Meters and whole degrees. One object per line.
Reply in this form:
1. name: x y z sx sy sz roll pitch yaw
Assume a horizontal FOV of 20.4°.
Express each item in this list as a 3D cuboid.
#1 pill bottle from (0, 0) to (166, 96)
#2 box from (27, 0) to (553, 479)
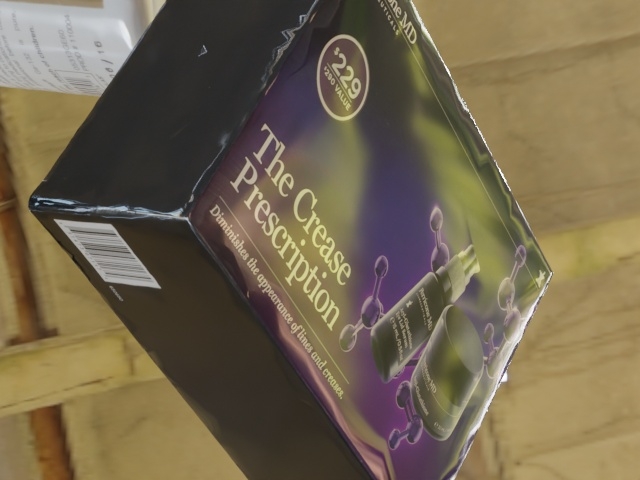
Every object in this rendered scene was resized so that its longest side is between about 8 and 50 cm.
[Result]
1. pill bottle: -0.158 -0.151 1.027 0.131 0.229 0.131 -22 -65 -56
2. box: 0.000 0.000 0.879 0.261 0.103 0.184 57 -131 -41
